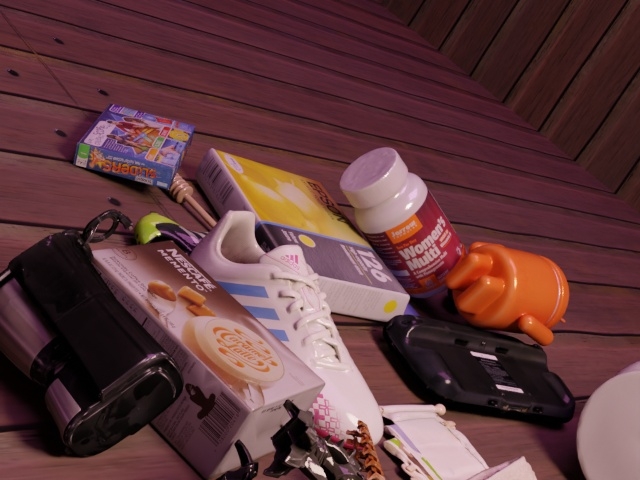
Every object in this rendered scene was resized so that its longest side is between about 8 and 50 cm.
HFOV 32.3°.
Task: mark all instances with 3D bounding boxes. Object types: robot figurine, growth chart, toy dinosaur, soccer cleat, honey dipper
[{"bbox_3d":[0.288,0.078,1.666,0.219,0.128,0.158,11,5,-41],"label":"robot figurine"},{"bbox_3d":[0.151,0.271,1.313,0.172,0.021,0.237,12,29,-41],"label":"growth chart"},{"bbox_3d":[0.006,0.271,0.993,0.218,0.164,0.322,42,4,-11],"label":"toy dinosaur"},{"bbox_3d":[-0.154,0.016,1.419,0.179,0.060,0.072,16,35,-22],"label":"soccer cleat"},{"bbox_3d":[-0.035,0.095,1.275,0.331,0.143,0.116,43,23,26],"label":"soccer cleat"},{"bbox_3d":[-0.162,-0.036,1.555,0.161,0.030,0.030,43,23,22],"label":"honey dipper"}]

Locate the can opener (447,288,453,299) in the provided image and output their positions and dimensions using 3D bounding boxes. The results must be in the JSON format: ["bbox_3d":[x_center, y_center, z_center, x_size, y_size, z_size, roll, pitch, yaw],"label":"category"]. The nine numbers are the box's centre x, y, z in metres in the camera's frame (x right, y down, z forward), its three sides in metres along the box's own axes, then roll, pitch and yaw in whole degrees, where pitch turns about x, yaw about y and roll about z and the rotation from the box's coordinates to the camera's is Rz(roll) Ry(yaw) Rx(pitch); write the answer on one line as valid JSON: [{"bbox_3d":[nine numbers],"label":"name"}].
[{"bbox_3d":[0.297,0.077,1.876,0.095,0.076,0.283,39,21,16],"label":"can opener"}]

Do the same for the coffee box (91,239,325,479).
[{"bbox_3d":[-0.137,0.115,1.149,0.246,0.098,0.141,41,22,22],"label":"coffee box"}]

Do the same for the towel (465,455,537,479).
[{"bbox_3d":[0.128,0.308,0.930,0.282,0.049,0.187,-12,79,-49],"label":"towel"}]

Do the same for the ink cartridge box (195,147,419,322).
[{"bbox_3d":[0.000,0.000,1.648,0.307,0.072,0.303,12,28,-39],"label":"ink cartridge box"}]

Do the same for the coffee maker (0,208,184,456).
[{"bbox_3d":[-0.209,0.082,1.025,0.178,0.171,0.120,44,8,25],"label":"coffee maker"}]

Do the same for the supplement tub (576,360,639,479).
[{"bbox_3d":[0.511,0.271,1.522,0.316,0.228,0.228,6,32,-50],"label":"supplement tub"}]

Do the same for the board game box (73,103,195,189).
[{"bbox_3d":[-0.263,-0.139,1.589,0.136,0.035,0.201,15,22,-3],"label":"board game box"}]

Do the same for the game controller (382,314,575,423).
[{"bbox_3d":[0.232,0.185,1.574,0.319,0.067,0.166,14,37,-38],"label":"game controller"}]

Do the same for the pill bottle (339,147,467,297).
[{"bbox_3d":[0.126,-0.027,1.688,0.221,0.121,0.121,54,9,-29],"label":"pill bottle"}]
